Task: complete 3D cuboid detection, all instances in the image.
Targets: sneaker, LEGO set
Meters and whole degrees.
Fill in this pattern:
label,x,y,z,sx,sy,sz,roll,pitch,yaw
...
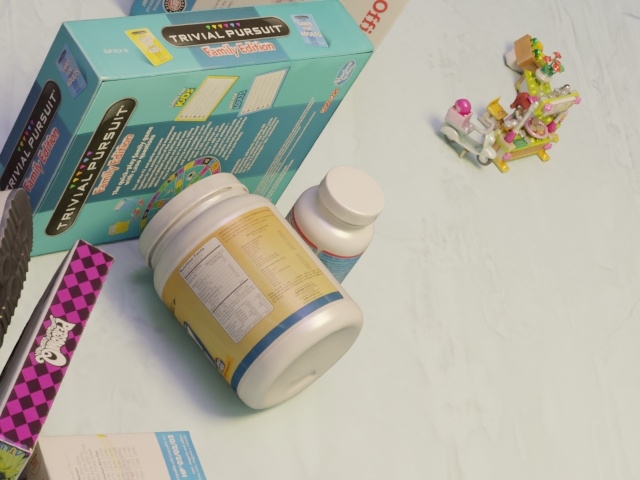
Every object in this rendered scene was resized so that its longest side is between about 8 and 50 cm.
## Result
label,x,y,z,sx,sy,sz,roll,pitch,yaw
sneaker,-0.354,0.078,1.560,0.131,0.112,0.319,6,45,10
LEGO set,0.267,-0.185,2.220,0.132,0.107,0.287,38,40,4

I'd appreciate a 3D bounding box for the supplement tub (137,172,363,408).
label,x,y,z,sx,sy,sz,roll,pitch,yaw
supplement tub,-0.070,0.047,1.728,0.144,0.144,0.199,-21,64,-45

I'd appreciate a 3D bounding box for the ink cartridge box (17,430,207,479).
label,x,y,z,sx,sy,sz,roll,pitch,yaw
ink cartridge box,-0.200,0.214,1.503,0.181,0.104,0.061,2,50,-34

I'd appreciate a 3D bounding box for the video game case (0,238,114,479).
label,x,y,z,sx,sy,sz,roll,pitch,yaw
video game case,-0.252,0.142,1.458,0.042,0.210,0.232,27,40,-10

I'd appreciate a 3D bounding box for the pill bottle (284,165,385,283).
label,x,y,z,sx,sy,sz,roll,pitch,yaw
pill bottle,0.000,0.000,1.811,0.087,0.160,0.087,19,42,-19

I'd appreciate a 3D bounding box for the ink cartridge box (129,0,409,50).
label,x,y,z,sx,sy,sz,roll,pitch,yaw
ink cartridge box,-0.045,-0.324,2.073,0.270,0.198,0.197,26,40,-12

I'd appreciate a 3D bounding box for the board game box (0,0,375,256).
label,x,y,z,sx,sy,sz,roll,pitch,yaw
board game box,-0.141,-0.113,1.752,0.336,0.254,0.079,-11,57,-41
